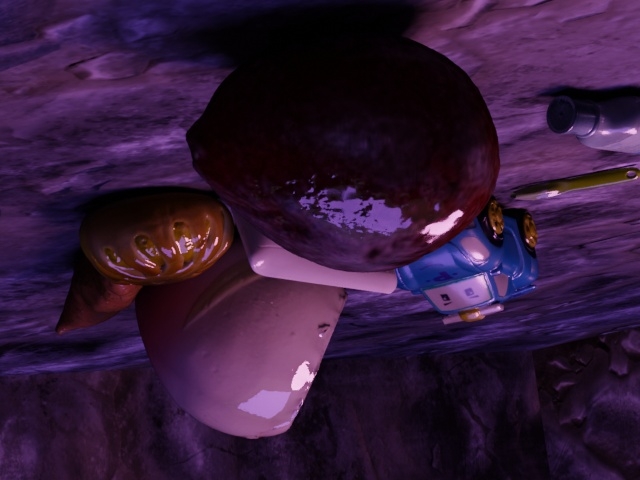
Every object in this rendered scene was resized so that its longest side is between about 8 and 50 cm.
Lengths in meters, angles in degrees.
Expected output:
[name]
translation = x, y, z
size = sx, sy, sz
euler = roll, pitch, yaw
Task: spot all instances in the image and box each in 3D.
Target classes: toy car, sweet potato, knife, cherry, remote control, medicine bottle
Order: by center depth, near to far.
[cherry]
translation = 0.022, -0.078, 1.304
size = 0.300, 0.203, 0.230
euler = 8, 170, -30
[medicine bottle]
translation = 0.333, -0.129, 1.654
size = 0.208, 0.054, 0.090
euler = 4, 167, -40
[remote control]
translation = 0.000, 0.000, 1.972
size = 0.055, 0.109, 0.313
euler = -35, 153, 30
[knife]
translation = 0.345, -0.076, 2.051
size = 0.184, 0.022, 0.026
euler = -11, -164, 20
[sweet potato]
translation = -0.306, 0.058, 2.142
size = 0.095, 0.106, 0.354
euler = 41, 154, -8
[toy car]
translation = 0.202, 0.036, 2.194
size = 0.198, 0.166, 0.314
euler = -15, 167, 23

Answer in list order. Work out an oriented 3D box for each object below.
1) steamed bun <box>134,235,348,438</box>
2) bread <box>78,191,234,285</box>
[steamed bun]
translation = -0.130, 0.122, 2.168
size = 0.309, 0.309, 0.309
euler = -7, 170, -1
[bread]
translation = -0.203, 0.003, 1.888
size = 0.213, 0.105, 0.213
euler = -10, 169, -2
